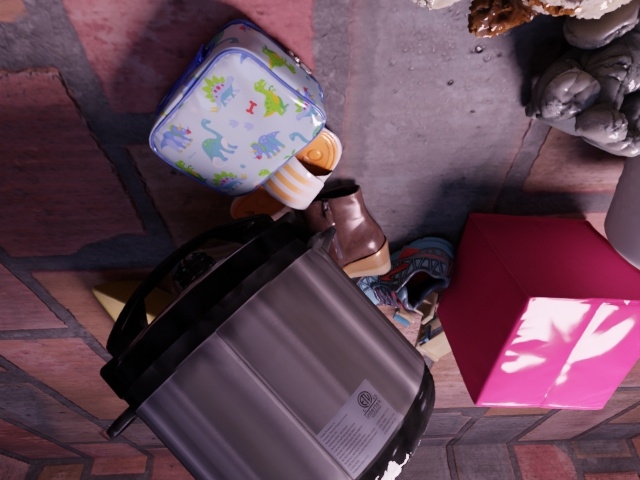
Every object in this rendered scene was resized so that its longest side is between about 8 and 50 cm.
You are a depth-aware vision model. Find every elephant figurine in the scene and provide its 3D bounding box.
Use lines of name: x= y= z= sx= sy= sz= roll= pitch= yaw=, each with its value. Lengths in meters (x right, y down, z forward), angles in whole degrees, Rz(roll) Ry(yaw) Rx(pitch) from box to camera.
elephant figurine: x=0.366 y=-0.228 z=0.485 sx=0.169 sy=0.186 sz=0.239 roll=-8 pitch=130 yaw=-55

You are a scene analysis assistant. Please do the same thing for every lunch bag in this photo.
lunch bag: x=-0.114 y=-0.167 z=0.579 sx=0.176 sy=0.090 sz=0.219 roll=29 pitch=133 yaw=-35

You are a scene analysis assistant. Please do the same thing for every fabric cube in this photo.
fabric cube: x=0.400 y=0.125 z=0.802 sx=0.259 sy=0.254 sz=0.258 roll=4 pitch=122 yaw=-6

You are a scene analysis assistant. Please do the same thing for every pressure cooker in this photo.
pressure cooker: x=-0.083 y=0.171 z=0.663 sx=0.420 sy=0.370 sz=0.375 roll=46 pitch=117 yaw=1

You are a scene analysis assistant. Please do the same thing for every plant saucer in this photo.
plant saucer: x=-0.325 y=0.223 z=1.013 sx=0.333 sy=0.081 sz=0.332 roll=20 pitch=145 yaw=13

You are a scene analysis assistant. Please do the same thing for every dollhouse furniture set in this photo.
dollhouse furniture set: x=0.251 y=0.170 z=1.035 sx=0.184 sy=0.129 sz=0.129 roll=32 pitch=136 yaw=-4

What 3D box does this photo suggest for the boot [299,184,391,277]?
boot: x=0.000 y=0.000 z=0.835 sx=0.248 sy=0.090 sz=0.207 roll=-14 pitch=127 yaw=22

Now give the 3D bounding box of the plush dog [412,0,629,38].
plush dog: x=0.226 y=-0.290 z=0.380 sx=0.262 sy=0.210 sz=0.225 roll=6 pitch=168 yaw=39

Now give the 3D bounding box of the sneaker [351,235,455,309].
sneaker: x=0.157 y=0.092 z=0.897 sx=0.104 sy=0.125 sz=0.262 roll=36 pitch=128 yaw=-26

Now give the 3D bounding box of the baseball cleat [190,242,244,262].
baseball cleat: x=-0.170 y=0.041 z=0.881 sx=0.206 sy=0.072 sz=0.109 roll=-6 pitch=158 yaw=8

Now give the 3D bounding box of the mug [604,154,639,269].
mug: x=0.591 y=-0.134 z=0.521 sx=0.374 sy=0.276 sz=0.328 roll=-12 pitch=126 yaw=-11

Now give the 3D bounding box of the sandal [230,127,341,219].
sandal: x=-0.061 y=-0.078 z=0.709 sx=0.102 sy=0.076 sz=0.265 roll=24 pitch=135 yaw=-30
